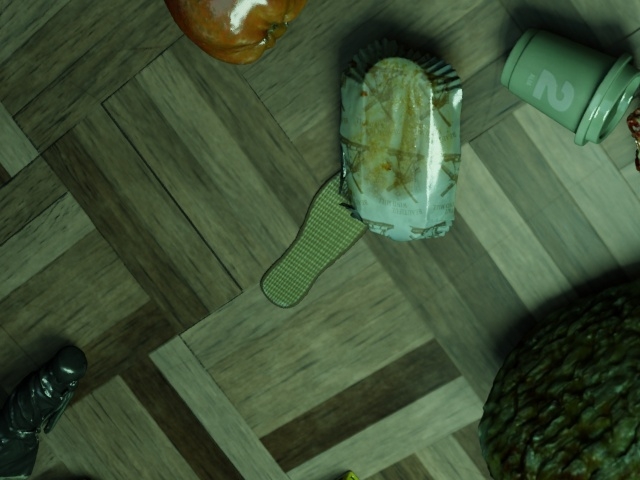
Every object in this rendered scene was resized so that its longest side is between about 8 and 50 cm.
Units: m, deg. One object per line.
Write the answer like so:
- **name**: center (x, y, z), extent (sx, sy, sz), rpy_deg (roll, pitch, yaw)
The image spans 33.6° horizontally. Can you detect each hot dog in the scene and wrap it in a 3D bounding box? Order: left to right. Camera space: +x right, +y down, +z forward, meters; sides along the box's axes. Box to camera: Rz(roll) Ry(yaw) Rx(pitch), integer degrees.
- **hot dog**: center (0.104, -0.121, 1.345), extent (0.162, 0.082, 0.270), rpy_deg (10, 119, 20)

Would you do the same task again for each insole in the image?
- **insole**: center (0.000, 0.000, 1.461), extent (0.086, 0.005, 0.253), rpy_deg (38, 116, 2)

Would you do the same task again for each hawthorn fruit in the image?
- **hawthorn fruit**: center (-0.108, -0.314, 1.295), extent (0.189, 0.189, 0.189), rpy_deg (6, 111, 16)

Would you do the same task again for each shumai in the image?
- **shumai**: center (0.411, 0.262, 1.262), extent (0.395, 0.395, 0.348), rpy_deg (-26, 121, 24)

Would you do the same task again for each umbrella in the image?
- **umbrella**: center (-0.475, 0.295, 1.665), extent (0.358, 0.113, 0.106), rpy_deg (-44, 70, 26)

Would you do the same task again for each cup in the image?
- **cup**: center (0.291, -0.189, 1.246), extent (0.141, 0.120, 0.120), rpy_deg (35, 117, 17)

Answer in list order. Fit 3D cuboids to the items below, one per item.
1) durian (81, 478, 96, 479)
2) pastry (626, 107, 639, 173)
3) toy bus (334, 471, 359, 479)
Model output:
- **durian**: center (-0.374, 0.459, 1.687), extent (0.168, 0.137, 0.158), rpy_deg (2, 91, 31)
- **pastry**: center (0.436, -0.083, 1.244), extent (0.115, 0.097, 0.208), rpy_deg (-11, 107, 32)
- **toy bus**: center (-0.022, 0.433, 1.590), extent (0.226, 0.074, 0.081), rpy_deg (-39, 95, 25)
